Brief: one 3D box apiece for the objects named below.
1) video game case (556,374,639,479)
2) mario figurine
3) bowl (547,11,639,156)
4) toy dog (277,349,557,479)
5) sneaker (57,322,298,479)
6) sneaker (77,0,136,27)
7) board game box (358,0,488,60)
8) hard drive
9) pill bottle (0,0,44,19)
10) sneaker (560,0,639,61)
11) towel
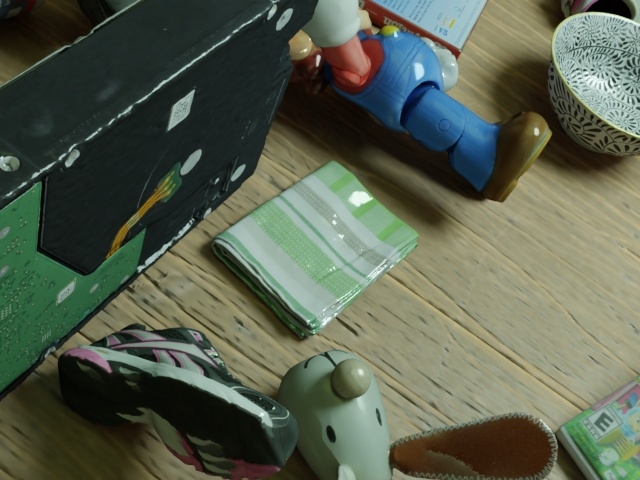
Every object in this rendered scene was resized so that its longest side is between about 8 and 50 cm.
[{"bbox_3d":[0.320,0.183,0.701,0.193,0.023,0.212,-30,68,-7],"label":"video game case"},{"bbox_3d":[0.058,-0.174,0.803,0.320,0.198,0.170,32,64,-2],"label":"mario figurine"},{"bbox_3d":[0.291,-0.140,0.929,0.170,0.080,0.170,9,54,-13],"label":"bowl"},{"bbox_3d":[0.081,0.205,0.560,0.333,0.161,0.220,40,53,10],"label":"toy dog"},{"bbox_3d":[-0.086,0.090,0.608,0.178,0.072,0.077,18,36,27],"label":"sneaker"},{"bbox_3d":[-0.147,-0.248,0.834,0.276,0.097,0.135,-68,138,-59],"label":"sneaker"},{"bbox_3d":[0.130,-0.313,1.025,0.145,0.027,0.281,30,52,0],"label":"board game box"},{"bbox_3d":[-0.139,-0.041,0.605,0.064,0.237,0.339,37,53,8],"label":"hard drive"},{"bbox_3d":[-0.322,-0.213,0.739,0.180,0.108,0.108,-30,70,-33],"label":"pill bottle"},{"bbox_3d":[0.319,-0.287,1.028,0.111,0.103,0.252,-10,60,-27],"label":"sneaker"},{"bbox_3d":[0.000,0.000,0.761,0.113,0.023,0.152,44,53,12],"label":"towel"}]
